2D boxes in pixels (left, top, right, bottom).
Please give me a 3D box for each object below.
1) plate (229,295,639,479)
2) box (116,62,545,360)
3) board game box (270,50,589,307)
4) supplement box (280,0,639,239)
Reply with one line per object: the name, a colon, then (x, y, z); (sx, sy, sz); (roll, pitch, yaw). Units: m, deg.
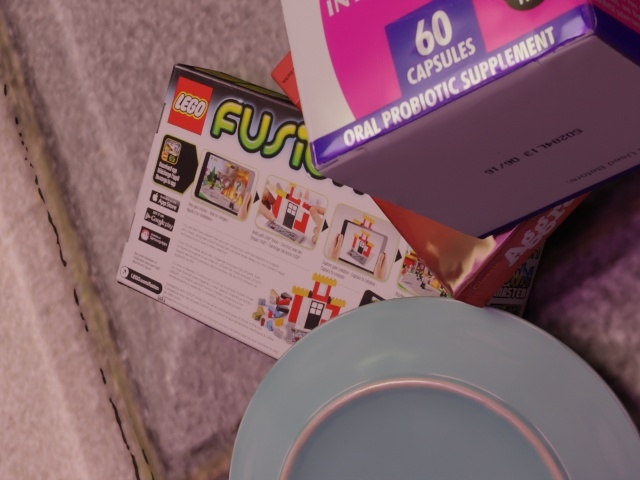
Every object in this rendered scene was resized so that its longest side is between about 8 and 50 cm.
plate: (0.044, 0.116, 0.650); (0.188, 0.024, 0.188); (2, 97, 21)
box: (0.000, 0.000, 0.724); (0.207, 0.036, 0.114); (24, 102, 37)
board game box: (0.109, -0.123, 0.624); (0.281, 0.027, 0.145); (-49, 57, 17)
supplement box: (0.051, -0.130, 0.581); (0.111, 0.114, 0.220); (-26, 63, 30)
